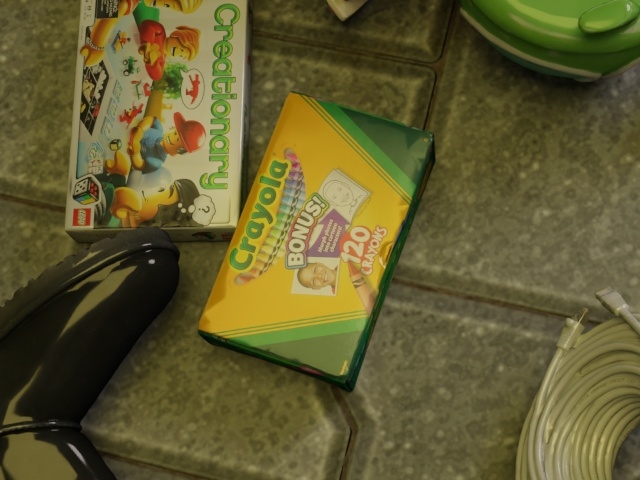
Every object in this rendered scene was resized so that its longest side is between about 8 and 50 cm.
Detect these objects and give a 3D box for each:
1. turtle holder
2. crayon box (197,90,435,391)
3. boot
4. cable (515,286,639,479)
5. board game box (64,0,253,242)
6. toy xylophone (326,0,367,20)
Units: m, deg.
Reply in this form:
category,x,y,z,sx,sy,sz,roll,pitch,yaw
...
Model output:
category,x,y,z,sx,sy,sz,roll,pitch,yaw
turtle holder,0.289,-0.279,1.310,0.320,0.227,0.243,1,75,5
crayon box,0.000,0.000,1.343,0.165,0.081,0.279,18,78,11
boot,-0.200,0.260,1.258,0.367,0.146,0.445,-35,70,7
cable,0.286,0.196,1.181,0.089,0.257,0.257,25,96,-27
board game box,-0.176,-0.151,1.420,0.192,0.053,0.305,-1,75,6
toy xylophone,0.107,-0.388,1.337,0.081,0.323,0.236,41,49,-1
